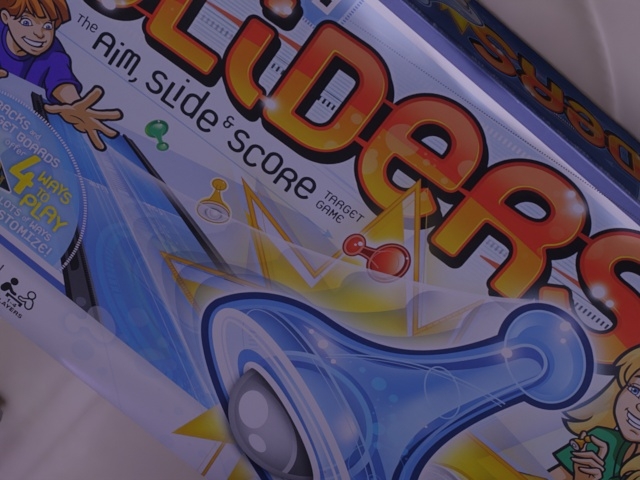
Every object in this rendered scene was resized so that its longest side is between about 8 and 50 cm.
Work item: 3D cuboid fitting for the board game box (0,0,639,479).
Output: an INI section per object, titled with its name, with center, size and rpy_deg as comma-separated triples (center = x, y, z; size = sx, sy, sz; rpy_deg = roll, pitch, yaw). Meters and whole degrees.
[board game box]
center = 0.000, 0.000, 0.352
size = 0.201, 0.035, 0.136
rpy_deg = 39, 120, -7

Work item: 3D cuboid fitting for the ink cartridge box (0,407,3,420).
[ink cartridge box]
center = -0.238, 0.124, 0.387
size = 0.273, 0.197, 0.114
rpy_deg = -38, 104, 28
